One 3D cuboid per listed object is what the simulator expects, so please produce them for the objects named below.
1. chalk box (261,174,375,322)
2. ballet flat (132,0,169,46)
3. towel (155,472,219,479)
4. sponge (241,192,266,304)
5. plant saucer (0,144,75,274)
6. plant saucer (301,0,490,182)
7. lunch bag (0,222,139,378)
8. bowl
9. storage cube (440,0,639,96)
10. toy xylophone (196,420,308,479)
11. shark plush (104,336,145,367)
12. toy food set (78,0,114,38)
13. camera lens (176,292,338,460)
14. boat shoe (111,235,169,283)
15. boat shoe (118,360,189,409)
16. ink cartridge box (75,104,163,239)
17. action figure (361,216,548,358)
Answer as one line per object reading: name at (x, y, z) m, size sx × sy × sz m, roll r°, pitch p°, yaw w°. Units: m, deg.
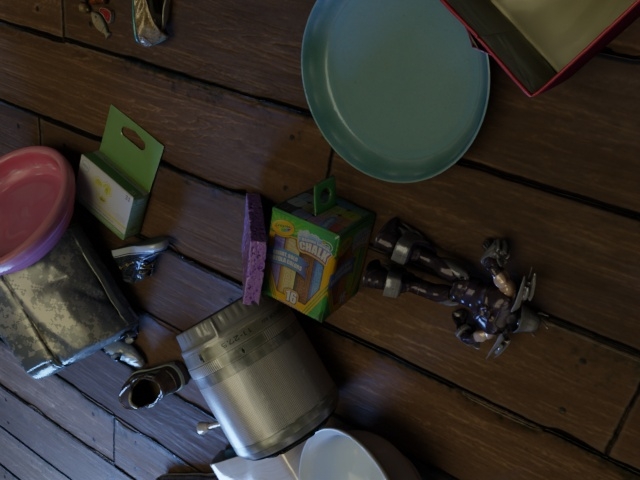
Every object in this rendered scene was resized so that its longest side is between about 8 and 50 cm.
chalk box at (0.000, 0.000, 1.026) m, size 0.132 × 0.132 × 0.213 m, roll 25°, pitch 121°, yaw 24°
ballet flat at (-0.309, -0.458, 1.104) m, size 0.067 × 0.073 × 0.206 m, roll -3°, pitch 111°, yaw 6°
towel at (-0.287, 0.669, 1.525) m, size 0.282 × 0.049 × 0.187 m, roll -18°, pitch 97°, yaw 37°
sponge at (-0.118, 0.009, 1.077) m, size 0.031 × 0.210 × 0.117 m, roll 5°, pitch 115°, yaw -10°
plant saucer at (-0.666, -0.055, 1.333) m, size 0.332 × 0.332 × 0.084 m, roll 14°, pitch 154°, yaw 29°
plant saucer at (0.106, -0.241, 0.896) m, size 0.318 × 0.044 × 0.317 m, roll 20°, pitch 124°, yaw 34°
lunch bag at (-0.590, 0.135, 1.418) m, size 0.256 × 0.212 × 0.305 m, roll -28°, pitch 94°, yaw 20°
bowl at (0.097, 0.472, 1.116) m, size 0.298 × 0.134 × 0.297 m, roll 10°, pitch 103°, yaw 52°
storage cube at (0.272, -0.301, 0.693) m, size 0.183 × 0.193 × 0.215 m, roll 50°, pitch 128°, yaw 7°
toy xylophone at (-0.132, 0.465, 1.322) m, size 0.323 × 0.081 × 0.236 m, roll -20°, pitch 97°, yaw 37°
shark plush at (-0.503, 0.280, 1.515) m, size 0.161 × 0.073 × 0.067 m, roll -3°, pitch 136°, yaw 29°
toy food set at (-0.447, -0.466, 1.209) m, size 0.122 × 0.019 × 0.078 m, roll 49°, pitch 127°, yaw 8°
camera lens at (-0.112, 0.244, 1.139) m, size 0.219 × 0.219 × 0.274 m, roll -30°, pitch 90°, yaw 37°
boat shoe at (-0.381, 0.043, 1.340) m, size 0.183 × 0.065 × 0.083 m, roll -9°, pitch 104°, yaw 42°
boat shoe at (-0.424, 0.357, 1.464) m, size 0.257 × 0.095 × 0.095 m, roll -35°, pitch 87°, yaw 37°
ink cartridge box at (-0.434, -0.142, 1.306) m, size 0.171 × 0.056 × 0.235 m, roll 38°, pitch 126°, yaw 16°
action figure at (0.212, 0.068, 0.941) m, size 0.285 × 0.099 × 0.185 m, roll 25°, pitch 113°, yaw 19°
